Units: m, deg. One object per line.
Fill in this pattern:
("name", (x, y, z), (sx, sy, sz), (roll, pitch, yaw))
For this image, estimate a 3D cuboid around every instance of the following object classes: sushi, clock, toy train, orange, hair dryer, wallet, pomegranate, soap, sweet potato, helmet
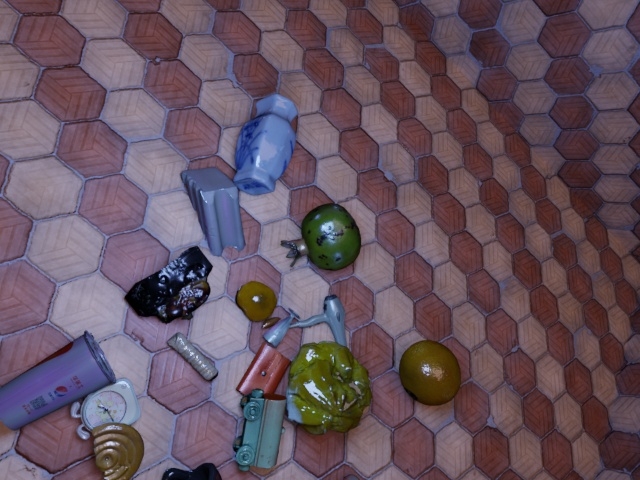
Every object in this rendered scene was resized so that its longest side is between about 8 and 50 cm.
("sushi", (-0.514, 0.182, 1.535), (0.212, 0.215, 0.227), (56, 40, -8))
("clock", (-0.699, 0.550, 1.401), (0.191, 0.062, 0.151), (-18, 86, -29))
("toy train", (-0.213, 0.681, 1.547), (0.177, 0.116, 0.285), (10, 84, -16))
("orange", (-0.249, 0.237, 1.692), (0.170, 0.112, 0.160), (2, 75, -14))
("hair dryer", (0.008, 0.383, 1.807), (0.267, 0.092, 0.229), (-33, 97, -16))
("orange", (0.474, 0.573, 1.862), (0.274, 0.274, 0.274), (7, 73, -24))
("wallet", (-0.216, 0.519, 1.659), (0.142, 0.045, 0.204), (37, 62, -12))
("pomegranate", (0.014, -0.007, 1.792), (0.323, 0.291, 0.291), (-14, 82, -29))
("soap", (-0.433, -0.125, 1.737), (0.159, 0.258, 0.302), (-21, 130, -30))
("sweet potato", (-0.200, 0.329, 1.729), (0.095, 0.034, 0.034), (-20, 85, -40))
("helmet", (-0.418, 0.827, 1.389), (0.216, 0.189, 0.193), (-39, 104, -34))

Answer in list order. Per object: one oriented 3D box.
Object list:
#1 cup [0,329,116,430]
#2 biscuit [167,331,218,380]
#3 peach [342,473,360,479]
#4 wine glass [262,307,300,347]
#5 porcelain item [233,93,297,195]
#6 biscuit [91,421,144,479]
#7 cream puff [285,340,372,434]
("cup", (-0.814, 0.434, 1.319), (0.288, 0.203, 0.203), (-30, 90, -24))
("biscuit", (-0.460, 0.426, 1.559), (0.061, 0.055, 0.219), (-43, 97, -18))
("peach", (0.122, 0.962, 1.683), (0.083, 0.083, 0.083), (7, 73, -24))
("wine glass", (-0.155, 0.345, 1.708), (0.073, 0.073, 0.155), (44, 72, -9))
("porcelain item", (-0.233, -0.400, 1.800), (0.178, 0.242, 0.405), (33, 63, -43))
("biscuit", (-0.639, 0.682, 1.372), (0.144, 0.033, 0.224), (-10, 100, -29))
("cream puff", (0.046, 0.572, 1.643), (0.378, 0.275, 0.378), (8, 70, -24))
